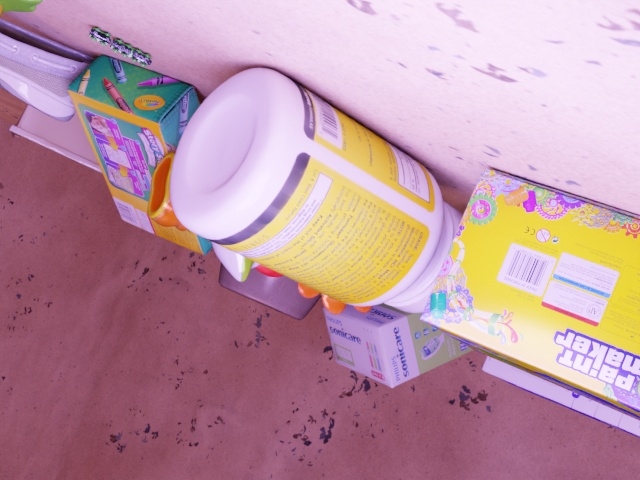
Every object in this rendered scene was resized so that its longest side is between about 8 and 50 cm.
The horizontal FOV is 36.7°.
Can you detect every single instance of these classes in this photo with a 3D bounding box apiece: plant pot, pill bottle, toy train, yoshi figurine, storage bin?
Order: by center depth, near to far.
[{"bbox_3d":[0.014,-0.037,1.077,0.334,0.188,0.188,28,174,-37],"label":"pill bottle"},{"bbox_3d":[-0.245,-0.237,1.180,0.083,0.017,0.024,26,-175,-23],"label":"toy train"},{"bbox_3d":[-0.030,-0.048,1.285,0.362,0.203,0.203,26,-166,-25],"label":"yoshi figurine"},{"bbox_3d":[-0.049,-0.005,1.526,0.263,0.229,0.263,23,174,3],"label":"plant pot"},{"bbox_3d":[-0.490,-0.215,1.991,0.262,0.123,0.260,25,175,-16],"label":"storage bin"}]

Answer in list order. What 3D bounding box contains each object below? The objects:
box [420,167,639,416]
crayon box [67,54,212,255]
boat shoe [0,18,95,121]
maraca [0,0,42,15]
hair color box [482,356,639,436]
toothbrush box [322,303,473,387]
[{"bbox_3d":[0.305,0.081,1.047,0.290,0.177,0.279,22,176,26],"label":"box"},{"bbox_3d":[-0.236,-0.116,1.377,0.165,0.081,0.278,22,147,24],"label":"crayon box"},{"bbox_3d":[-0.440,-0.279,1.291,0.320,0.103,0.118,35,-171,-39],"label":"boat shoe"},{"bbox_3d":[-0.418,-0.278,1.117,0.185,0.099,0.127,-2,-179,11],"label":"maraca"},{"bbox_3d":[0.426,0.175,1.454,0.110,0.185,0.339,27,175,-36],"label":"hair color box"},{"bbox_3d":[0.181,0.145,1.781,0.283,0.122,0.206,-19,-165,-26],"label":"toothbrush box"}]
